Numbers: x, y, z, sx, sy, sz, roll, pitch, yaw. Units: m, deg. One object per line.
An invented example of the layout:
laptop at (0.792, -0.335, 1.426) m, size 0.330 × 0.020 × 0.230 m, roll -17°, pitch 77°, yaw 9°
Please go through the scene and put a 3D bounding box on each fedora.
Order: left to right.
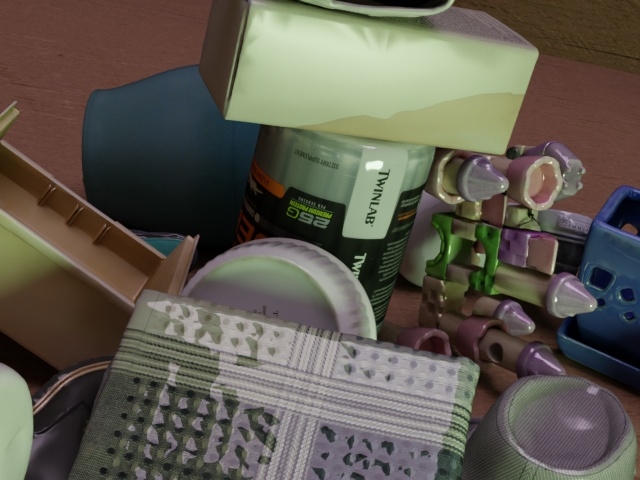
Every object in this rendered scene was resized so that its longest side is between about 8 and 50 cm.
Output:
fedora at (0.245, 0.221, 1.093) m, size 0.244 × 0.124 × 0.275 m, roll 30°, pitch 28°, yaw 29°

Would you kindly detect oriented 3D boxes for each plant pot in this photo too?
plant pot at (-0.183, -0.115, 1.436) m, size 0.255 × 0.271 × 0.271 m, roll -1°, pitch 24°, yaw 0°
plant pot at (0.463, 0.079, 1.429) m, size 0.236 × 0.212 × 0.236 m, roll 25°, pitch 25°, yaw 18°

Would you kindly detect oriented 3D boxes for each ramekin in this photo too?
ramekin at (-0.051, 0.098, 1.036) m, size 0.207 × 0.207 × 0.109 m, roll 20°, pitch 0°, yaw 10°

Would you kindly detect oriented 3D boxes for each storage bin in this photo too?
storage bin at (-0.283, 0.002, 1.138) m, size 0.262 × 0.123 × 0.260 m, roll 37°, pitch 20°, yaw -13°

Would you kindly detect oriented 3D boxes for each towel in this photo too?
towel at (-0.050, 0.202, 0.877) m, size 0.324 × 0.056 × 0.312 m, roll 13°, pitch 57°, yaw 6°

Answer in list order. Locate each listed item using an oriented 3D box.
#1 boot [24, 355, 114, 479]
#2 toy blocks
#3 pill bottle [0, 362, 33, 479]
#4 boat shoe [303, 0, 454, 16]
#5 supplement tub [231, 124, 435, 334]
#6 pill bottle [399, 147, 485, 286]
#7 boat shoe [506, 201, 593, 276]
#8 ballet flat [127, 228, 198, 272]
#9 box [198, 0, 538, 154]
boot at (-0.216, 0.194, 0.953) m, size 0.137 × 0.076 × 0.198 m, roll 31°, pitch 41°, yaw 23°
toy blocks at (0.245, 0.027, 1.282) m, size 0.309 × 0.288 × 0.260 m, roll -2°, pitch 13°, yaw -40°
pill bottle at (-0.433, 0.129, 0.759) m, size 0.392 × 0.224 × 0.224 m, roll 20°, pitch 24°, yaw 9°
boat shoe at (0.000, -0.259, 0.964) m, size 0.268 × 0.096 × 0.088 m, roll 15°, pitch 21°, yaw -21°
supplement tub at (0.000, 0.000, 1.192) m, size 0.194 × 0.316 × 0.193 m, roll 12°, pitch 24°, yaw -5°
pill bottle at (0.139, -0.073, 1.607) m, size 0.182 × 0.181 × 0.323 m, roll 5°, pitch 25°, yaw -23°
boat shoe at (0.287, 0.007, 1.588) m, size 0.121 × 0.119 × 0.335 m, roll 17°, pitch -1°, yaw -14°
ballet flat at (-0.256, 0.014, 1.326) m, size 0.203 × 0.074 × 0.074 m, roll 7°, pitch 25°, yaw -7°
box at (0.045, -0.185, 1.081) m, size 0.311 × 0.121 × 0.148 m, roll 6°, pitch 26°, yaw -20°
